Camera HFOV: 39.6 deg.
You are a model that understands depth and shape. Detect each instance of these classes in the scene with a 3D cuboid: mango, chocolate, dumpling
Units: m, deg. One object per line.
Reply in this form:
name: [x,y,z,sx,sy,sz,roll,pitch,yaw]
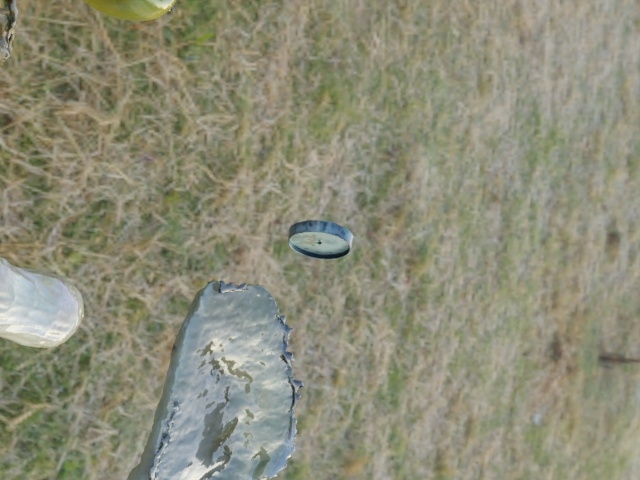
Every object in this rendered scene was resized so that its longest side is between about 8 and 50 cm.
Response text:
mango: [-0.274,-0.361,1.179,0.085,0.191,0.122,-59,168,-45]
chocolate: [-0.475,0.083,1.318,0.309,0.134,0.134,26,75,-54]
dumpling: [-0.110,0.180,0.868,0.166,0.086,0.332,13,110,-39]

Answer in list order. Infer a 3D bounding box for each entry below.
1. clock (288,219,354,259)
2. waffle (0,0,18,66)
clock: [0.000,0.000,1.120,0.085,0.085,0.017,45,46,-52]
waffle: [-0.302,-0.185,0.566,0.308,0.091,0.212,-67,167,-66]
